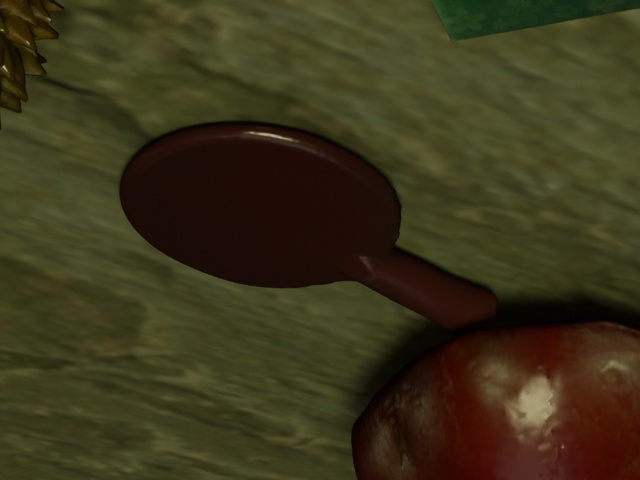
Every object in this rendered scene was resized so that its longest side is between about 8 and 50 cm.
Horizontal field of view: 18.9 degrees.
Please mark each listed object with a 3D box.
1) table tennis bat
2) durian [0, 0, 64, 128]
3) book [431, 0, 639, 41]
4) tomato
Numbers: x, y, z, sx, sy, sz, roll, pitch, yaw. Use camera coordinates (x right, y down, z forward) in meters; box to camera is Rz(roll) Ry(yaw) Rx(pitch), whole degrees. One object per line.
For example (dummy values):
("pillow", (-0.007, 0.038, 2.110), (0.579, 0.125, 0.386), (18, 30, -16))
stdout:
("table tennis bat", (0.000, 0.000, 0.692), (0.154, 0.019, 0.098), (26, 143, -28))
("durian", (-0.143, -0.071, 0.484), (0.158, 0.137, 0.168), (19, 162, -2))
("book", (0.084, -0.097, 0.516), (0.135, 0.017, 0.103), (-8, 148, 19))
("tomato", (0.105, 0.097, 0.766), (0.174, 0.082, 0.166), (7, 153, -20))
